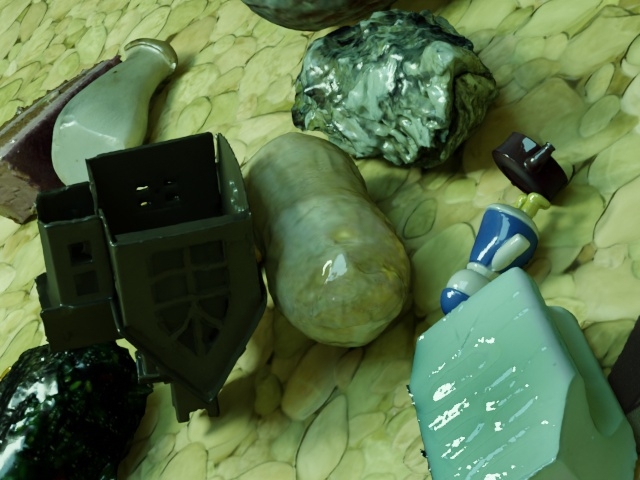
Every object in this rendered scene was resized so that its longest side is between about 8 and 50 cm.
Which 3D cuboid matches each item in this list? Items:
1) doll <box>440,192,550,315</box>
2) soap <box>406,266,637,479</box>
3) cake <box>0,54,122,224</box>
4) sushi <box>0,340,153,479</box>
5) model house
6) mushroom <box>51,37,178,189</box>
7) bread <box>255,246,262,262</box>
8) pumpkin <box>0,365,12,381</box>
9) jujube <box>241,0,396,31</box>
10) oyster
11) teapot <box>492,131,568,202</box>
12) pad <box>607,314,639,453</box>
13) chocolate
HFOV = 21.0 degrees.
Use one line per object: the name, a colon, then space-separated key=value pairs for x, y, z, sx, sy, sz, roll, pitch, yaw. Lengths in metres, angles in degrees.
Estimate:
doll: x=0.145 y=0.019 z=1.476 sx=0.143 sy=0.058 sz=0.099 roll=-56 pitch=12 yaw=-15
soap: x=0.147 y=0.143 z=1.297 sx=0.145 sy=0.091 sz=0.230 roll=-40 pitch=31 yaw=15
cake: x=-0.340 y=-0.133 z=2.194 sx=0.116 sy=0.113 sz=0.295 roll=-15 pitch=30 yaw=37
sushi: x=-0.261 y=0.192 z=1.674 sx=0.127 sy=0.124 sz=0.225 roll=-13 pitch=37 yaw=46
model house: x=-0.152 y=0.060 z=1.583 sx=0.204 sy=0.243 sz=0.211 roll=-11 pitch=29 yaw=-9
mushroom: x=-0.249 y=-0.155 z=2.101 sx=0.116 sy=0.093 sz=0.225 roll=1 pitch=41 yaw=22
bread: x=-0.054 y=-0.026 z=1.763 sx=0.157 sy=0.044 sz=0.052 roll=-51 pitch=38 yaw=-7
pumpkin: x=-0.325 y=0.182 z=1.813 sx=0.083 sy=0.074 sz=0.054 roll=-48 pitch=36 yaw=-9
jujube: x=0.033 y=-0.351 z=1.870 sx=0.308 sy=0.215 sz=0.246 roll=-25 pitch=27 yaw=37
oyster: x=0.077 y=-0.154 z=1.677 sx=0.351 sy=0.158 sz=0.162 roll=-166 pitch=91 yaw=-72
teapot: x=0.187 y=-0.067 z=1.519 sx=0.045 sy=0.068 sz=0.100 roll=-45 pitch=-2 yaw=-5
pad: x=0.341 y=0.026 z=1.291 sx=0.220 sy=0.004 sz=0.330 roll=4 pitch=56 yaw=50
chocolate: x=0.000 y=0.000 z=1.600 sx=0.134 sy=0.134 sz=0.309 roll=-42 pitch=29 yaw=6
